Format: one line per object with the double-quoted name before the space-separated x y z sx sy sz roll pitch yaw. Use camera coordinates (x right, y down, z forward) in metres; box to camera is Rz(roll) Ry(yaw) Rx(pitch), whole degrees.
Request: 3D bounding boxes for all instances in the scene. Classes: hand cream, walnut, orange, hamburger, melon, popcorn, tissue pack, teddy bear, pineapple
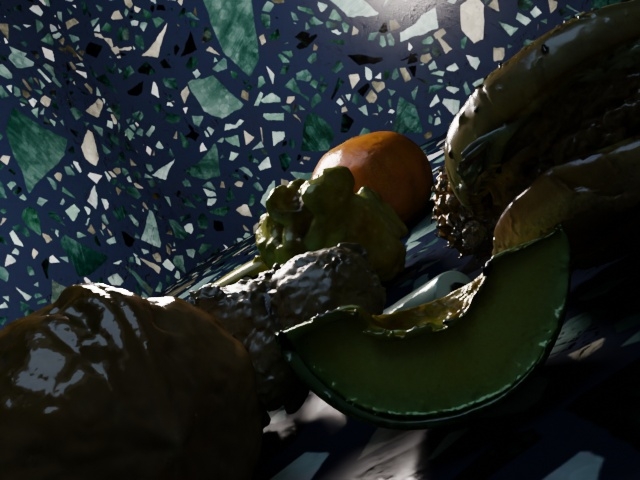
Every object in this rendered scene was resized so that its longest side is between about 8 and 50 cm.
"hand cream" 0.084 0.116 1.069 0.109 0.067 0.321 -38 3 -37
"walnut" -0.208 0.186 0.809 0.306 0.306 0.344 -35 16 -33
"orange" 0.112 -0.123 1.843 0.284 0.226 0.284 -24 6 3
"hamburger" 0.284 -0.097 0.810 0.318 0.195 0.277 -25 -21 12
"melon" 0.115 0.102 0.752 0.265 0.129 0.169 -22 -16 8
"popcorn" 0.000 0.000 1.407 0.250 0.241 0.235 -29 10 35
"tissue pack" -0.144 0.109 1.664 0.178 0.127 0.123 -30 5 0
"teddy bear" -0.037 0.099 1.026 0.256 0.156 0.267 -18 37 11
"pineapple" 0.214 -0.033 1.099 0.176 0.161 0.137 -44 7 44
